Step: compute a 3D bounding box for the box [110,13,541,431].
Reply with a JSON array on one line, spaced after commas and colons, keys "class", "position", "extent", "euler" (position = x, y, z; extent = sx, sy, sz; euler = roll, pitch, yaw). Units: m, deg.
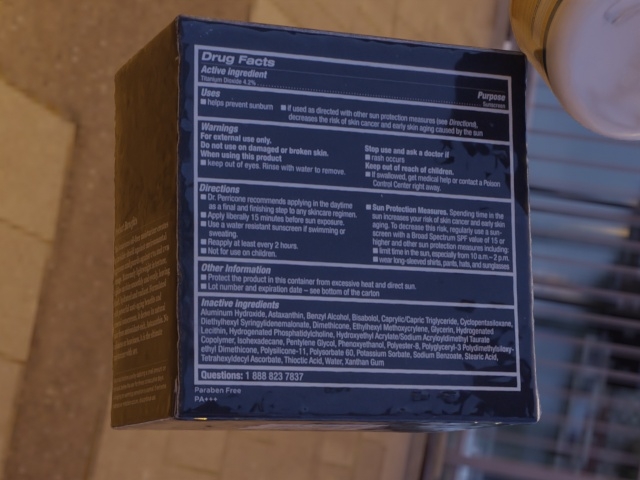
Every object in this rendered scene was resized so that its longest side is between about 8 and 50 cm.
[{"class": "box", "position": [0.000, 0.000, 1.310], "extent": [0.183, 0.296, 0.294], "euler": [160, -68, -66]}]

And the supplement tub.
[{"class": "supplement tub", "position": [0.230, -0.175, 1.326], "extent": [0.200, 0.144, 0.144], "euler": [-106, -164, -65]}]
